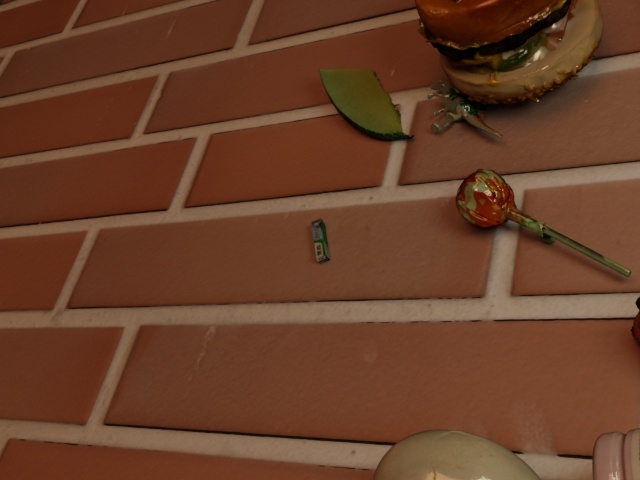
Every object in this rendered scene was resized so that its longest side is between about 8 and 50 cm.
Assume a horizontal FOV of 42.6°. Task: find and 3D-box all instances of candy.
[{"bbox_3d":[0.311,-0.021,1.157,0.288,0.078,0.084,32,107,40],"label":"candy"}]

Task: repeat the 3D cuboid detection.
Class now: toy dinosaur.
[{"bbox_3d":[0.248,-0.223,1.376,0.187,0.044,0.106,16,51,41],"label":"toy dinosaur"}]

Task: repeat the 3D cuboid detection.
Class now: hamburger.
[{"bbox_3d":[0.299,-0.355,1.312,0.291,0.225,0.291,-20,40,18],"label":"hamburger"}]

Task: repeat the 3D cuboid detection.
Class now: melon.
[{"bbox_3d":[0.091,-0.244,1.498,0.114,0.053,0.261,-26,48,-12],"label":"melon"}]

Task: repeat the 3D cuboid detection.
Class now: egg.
[{"bbox_3d":[0.161,0.297,0.947,0.209,0.151,0.151,-1,56,27],"label":"egg"}]

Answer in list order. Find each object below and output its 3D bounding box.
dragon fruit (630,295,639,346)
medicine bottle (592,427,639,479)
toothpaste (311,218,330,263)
[{"bbox_3d":[0.499,0.105,0.899,0.262,0.134,0.211,-26,56,12],"label":"dragon fruit"},{"bbox_3d":[0.415,0.243,0.823,0.250,0.133,0.133,-16,49,29],"label":"medicine bottle"},{"bbox_3d":[0.000,0.000,1.371,0.020,0.017,0.083,-22,47,16],"label":"toothpaste"}]
